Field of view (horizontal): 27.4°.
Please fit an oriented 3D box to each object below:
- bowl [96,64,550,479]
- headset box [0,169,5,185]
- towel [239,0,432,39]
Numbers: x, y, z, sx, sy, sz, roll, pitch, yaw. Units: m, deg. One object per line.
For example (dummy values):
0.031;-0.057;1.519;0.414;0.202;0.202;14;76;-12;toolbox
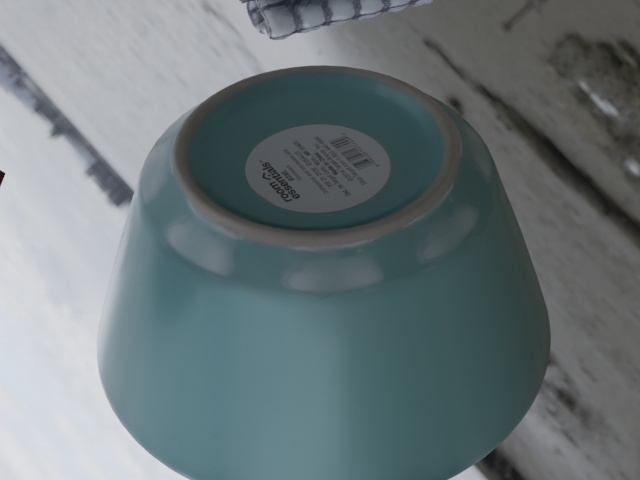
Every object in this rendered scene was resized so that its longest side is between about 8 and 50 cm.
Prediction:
0.000;0.000;0.856;0.311;0.312;0.163;44;148;40;bowl
-0.294;-0.025;1.078;0.032;0.062;0.083;32;-134;-24;headset box
0.039;-0.262;0.659;0.121;0.235;0.283;177;79;-72;towel
